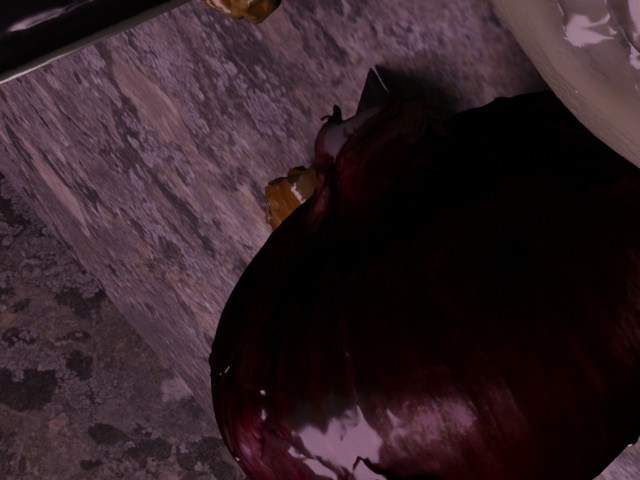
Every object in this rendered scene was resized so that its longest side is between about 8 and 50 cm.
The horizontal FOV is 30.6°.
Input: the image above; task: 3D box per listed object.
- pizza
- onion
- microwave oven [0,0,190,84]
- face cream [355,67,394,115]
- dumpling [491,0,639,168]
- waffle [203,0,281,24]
[{"bbox_3d":[0.001,-0.002,1.162,0.127,0.058,0.246,39,159,33],"label":"pizza"},{"bbox_3d":[0.070,0.030,0.669,0.232,0.314,0.314,58,161,-20],"label":"onion"},{"bbox_3d":[-0.171,-0.238,0.518,0.333,0.394,0.247,56,166,33],"label":"microwave oven"},{"bbox_3d":[0.100,0.024,0.909,0.314,0.089,0.143,57,-156,-22],"label":"face cream"},{"bbox_3d":[0.160,-0.116,0.434,0.318,0.187,0.243,39,-169,-10],"label":"dumpling"},{"bbox_3d":[-0.119,-0.292,0.928,0.245,0.052,0.254,40,159,36],"label":"waffle"}]
